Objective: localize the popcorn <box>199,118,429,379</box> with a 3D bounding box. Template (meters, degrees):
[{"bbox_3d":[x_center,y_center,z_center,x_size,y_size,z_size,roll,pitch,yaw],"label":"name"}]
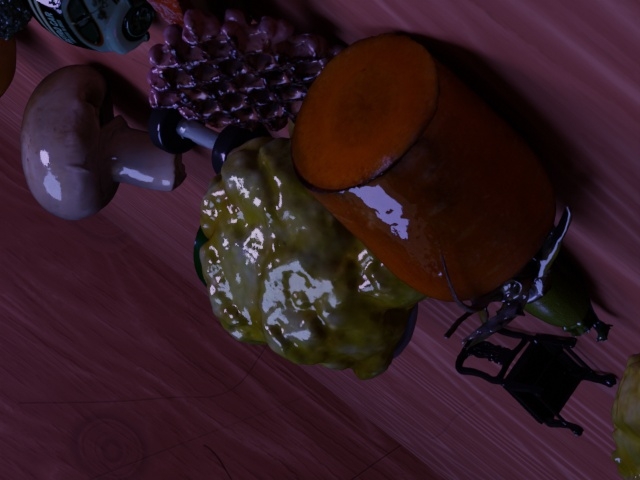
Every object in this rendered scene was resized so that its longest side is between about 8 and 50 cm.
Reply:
[{"bbox_3d":[-0.007,0.010,1.305,0.334,0.293,0.292,33,164,6],"label":"popcorn"}]

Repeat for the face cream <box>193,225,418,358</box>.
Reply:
[{"bbox_3d":[-0.025,0.058,1.636,0.357,0.219,0.312,26,161,40],"label":"face cream"}]

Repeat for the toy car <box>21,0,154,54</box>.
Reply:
[{"bbox_3d":[-0.335,-0.347,1.301,0.136,0.125,0.306,31,166,22],"label":"toy car"}]

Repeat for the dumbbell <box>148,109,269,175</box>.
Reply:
[{"bbox_3d":[-0.176,-0.161,1.548,0.191,0.100,0.100,26,162,36],"label":"dumbbell"}]

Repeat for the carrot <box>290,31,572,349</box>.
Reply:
[{"bbox_3d":[0.133,-0.041,1.010,0.331,0.193,0.214,43,-168,-22],"label":"carrot"}]

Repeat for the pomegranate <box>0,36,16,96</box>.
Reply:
[{"bbox_3d":[-0.705,-0.365,1.884,0.264,0.264,0.264,34,165,10],"label":"pomegranate"}]

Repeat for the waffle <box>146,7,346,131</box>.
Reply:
[{"bbox_3d":[-0.091,-0.190,1.143,0.221,0.055,0.234,9,156,-19],"label":"waffle"}]

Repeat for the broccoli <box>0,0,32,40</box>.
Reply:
[{"bbox_3d":[-0.532,-0.409,1.463,0.243,0.247,0.263,53,-161,2],"label":"broccoli"}]

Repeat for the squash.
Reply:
[{"bbox_3d":[0.240,0.025,1.193,0.331,0.087,0.087,42,165,-22],"label":"squash"}]

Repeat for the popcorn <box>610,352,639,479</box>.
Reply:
[{"bbox_3d":[0.428,0.209,1.051,0.249,0.225,0.249,39,163,14],"label":"popcorn"}]

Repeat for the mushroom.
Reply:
[{"bbox_3d":[-0.393,-0.179,1.811,0.290,0.292,0.292,0,163,-1],"label":"mushroom"}]

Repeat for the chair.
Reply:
[{"bbox_3d":[0.321,0.205,1.518,0.113,0.106,0.229,44,165,-18],"label":"chair"}]

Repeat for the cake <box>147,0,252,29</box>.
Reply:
[{"bbox_3d":[-0.141,-0.291,1.093,0.220,0.086,0.117,47,165,-30],"label":"cake"}]
